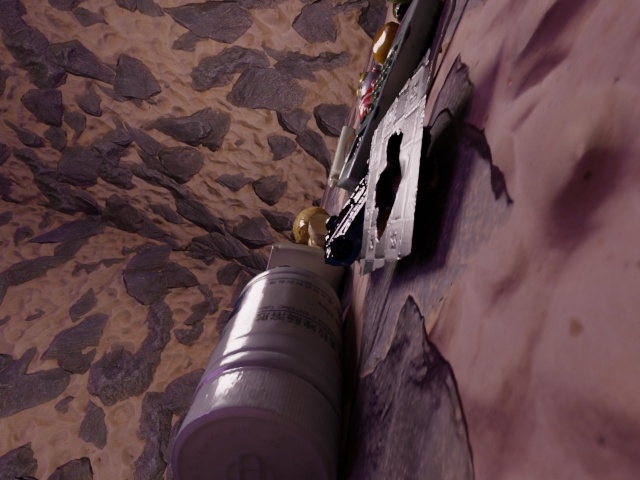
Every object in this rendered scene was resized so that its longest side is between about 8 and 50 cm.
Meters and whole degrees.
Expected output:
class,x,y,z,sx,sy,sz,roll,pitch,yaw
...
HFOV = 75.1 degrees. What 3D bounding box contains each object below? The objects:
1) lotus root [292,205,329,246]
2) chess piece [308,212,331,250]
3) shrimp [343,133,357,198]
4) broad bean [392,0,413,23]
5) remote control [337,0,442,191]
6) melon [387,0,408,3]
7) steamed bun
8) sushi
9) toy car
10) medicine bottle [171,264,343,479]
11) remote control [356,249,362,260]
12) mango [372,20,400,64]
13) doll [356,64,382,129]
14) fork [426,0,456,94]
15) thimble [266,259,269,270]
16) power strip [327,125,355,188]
class,x,y,z,sx,sy,sz,roll,pitch,yaw
lotus root,-0.035,-0.045,1.597,0.160,0.146,0.284,-54,8,-10
chess piece,0.000,0.000,1.388,0.171,0.094,0.094,99,-177,-50
shrimp,0.084,-0.149,0.967,0.317,0.062,0.165,-91,0,-65
broad bean,0.207,-0.586,0.983,0.077,0.061,0.339,125,162,-53
remote control,0.116,-0.252,0.741,0.145,0.050,0.344,-165,96,-84
melon,0.176,-0.574,0.820,0.139,0.139,0.192,-78,7,-51
steamed bun,-0.038,0.083,0.888,0.241,0.164,0.147,-176,100,-83
sushi,0.096,-0.068,0.480,0.193,0.040,0.210,132,147,-74
toy car,0.072,-0.052,0.633,0.216,0.063,0.103,-56,14,19
medicine bottle,-0.063,0.192,0.587,0.332,0.189,0.190,-83,10,-67
remote control,0.094,-0.082,0.770,0.077,0.022,0.245,178,109,-84
mango,0.161,-0.458,0.967,0.061,0.080,0.114,-59,-8,-20
doll,0.133,-0.377,1.086,0.142,0.076,0.245,107,173,-50
fork,0.163,-0.282,0.563,0.034,0.028,0.220,-87,14,-60
thimble,-0.135,0.158,1.730,0.235,0.198,0.143,-65,-9,-74
power strip,0.087,-0.347,1.745,0.098,0.058,0.339,113,173,-56
